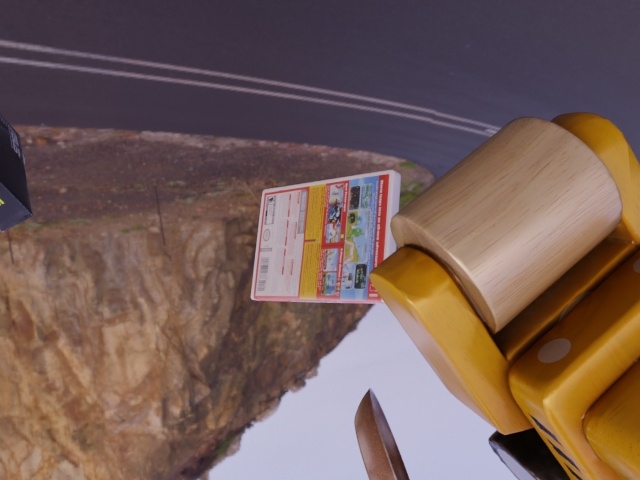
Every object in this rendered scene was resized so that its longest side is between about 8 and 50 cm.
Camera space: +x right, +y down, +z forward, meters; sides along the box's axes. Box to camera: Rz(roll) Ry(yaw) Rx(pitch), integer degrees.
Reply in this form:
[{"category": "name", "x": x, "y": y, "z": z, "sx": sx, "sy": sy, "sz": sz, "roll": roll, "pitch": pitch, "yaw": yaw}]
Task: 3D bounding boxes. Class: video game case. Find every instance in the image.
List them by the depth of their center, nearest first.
[{"category": "video game case", "x": 0.000, "y": 0.000, "z": 0.923, "sx": 0.285, "sy": 0.204, "sz": 0.025, "roll": -4, "pitch": 166, "yaw": 40}]

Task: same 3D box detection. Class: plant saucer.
[{"category": "plant saucer", "x": 0.085, "y": 0.291, "z": 0.715, "sx": 0.036, "sy": 0.199, "sz": 0.198, "roll": -23, "pitch": 180, "yaw": 4}]

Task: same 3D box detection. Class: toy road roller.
[{"category": "toy road roller", "x": 0.216, "y": 0.078, "z": 0.392, "sx": 0.202, "sy": 0.330, "sz": 0.240, "roll": -39, "pitch": -166, "yaw": -8}]

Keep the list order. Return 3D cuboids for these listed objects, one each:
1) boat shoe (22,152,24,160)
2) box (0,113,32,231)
[{"category": "boat shoe", "x": -0.579, "y": -0.195, "z": 0.871, "sx": 0.095, "sy": 0.255, "sz": 0.079, "roll": -35, "pitch": -160, "yaw": -4}, {"category": "box", "x": -0.393, "y": -0.129, "z": 0.601, "sx": 0.045, "sy": 0.184, "sz": 0.191, "roll": -32, "pitch": -133, "yaw": -5}]
